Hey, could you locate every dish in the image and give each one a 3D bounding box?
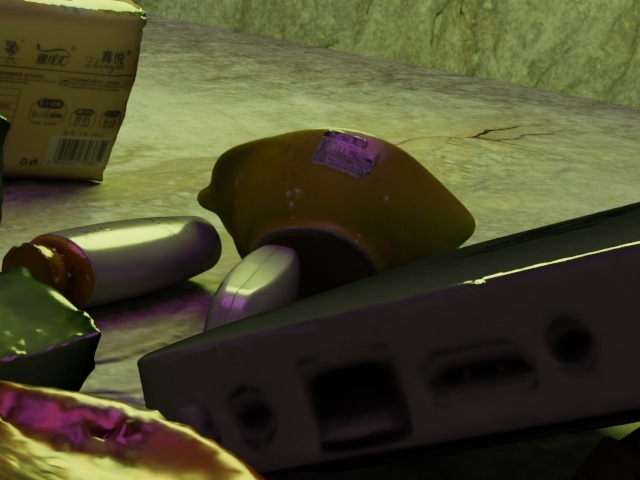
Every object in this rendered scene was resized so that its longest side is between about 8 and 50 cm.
[{"bbox_3d":[0.000,0.000,1.013,0.208,0.148,0.080,3,42,17],"label":"dish"}]

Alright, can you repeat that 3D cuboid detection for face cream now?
[{"bbox_3d":[-0.140,0.013,1.002,0.072,0.051,0.182,21,19,30],"label":"face cream"}]

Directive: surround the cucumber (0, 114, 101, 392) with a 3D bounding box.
[{"bbox_3d":[-0.216,0.016,0.690,0.191,0.191,0.130,-4,18,-42],"label":"cucumber"}]

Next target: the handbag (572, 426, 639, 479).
[{"bbox_3d":[0.280,0.116,0.673,0.298,0.151,0.171,-7,7,-7],"label":"handbag"}]

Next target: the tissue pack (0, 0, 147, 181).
[{"bbox_3d":[-0.280,-0.141,1.276,0.222,0.186,0.090,-1,29,-36],"label":"tissue pack"}]

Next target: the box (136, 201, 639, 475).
[{"bbox_3d":[0.139,0.034,0.757,0.367,0.090,0.373,-16,1,31],"label":"box"}]

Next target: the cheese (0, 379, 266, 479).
[{"bbox_3d":[-0.037,0.135,0.414,0.329,0.129,0.217,22,12,5],"label":"cheese"}]

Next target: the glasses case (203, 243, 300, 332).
[{"bbox_3d":[-0.042,0.045,0.906,0.041,0.063,0.164,13,15,7],"label":"glasses case"}]
